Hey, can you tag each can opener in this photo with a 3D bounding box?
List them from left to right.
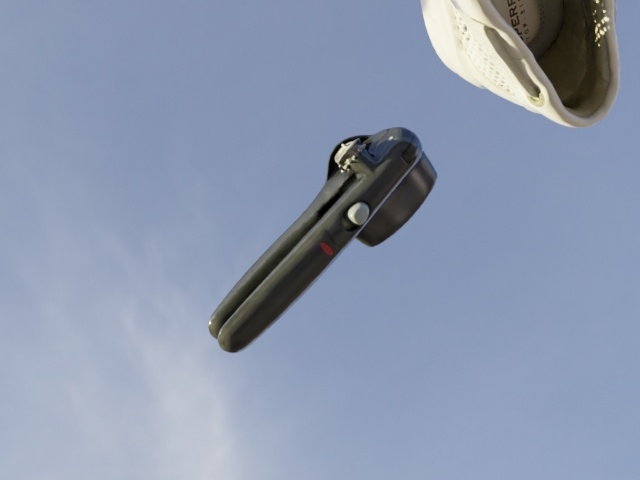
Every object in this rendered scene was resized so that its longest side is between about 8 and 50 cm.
[{"bbox_3d":[0.000,0.000,0.757,0.186,0.059,0.073,-45,-76,-10],"label":"can opener"}]

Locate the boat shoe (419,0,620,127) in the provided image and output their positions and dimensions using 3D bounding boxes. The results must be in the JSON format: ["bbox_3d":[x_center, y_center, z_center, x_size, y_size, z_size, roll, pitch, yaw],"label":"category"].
[{"bbox_3d":[0.077,-0.149,0.465,0.098,0.096,0.277,-39,-39,-5],"label":"boat shoe"}]
